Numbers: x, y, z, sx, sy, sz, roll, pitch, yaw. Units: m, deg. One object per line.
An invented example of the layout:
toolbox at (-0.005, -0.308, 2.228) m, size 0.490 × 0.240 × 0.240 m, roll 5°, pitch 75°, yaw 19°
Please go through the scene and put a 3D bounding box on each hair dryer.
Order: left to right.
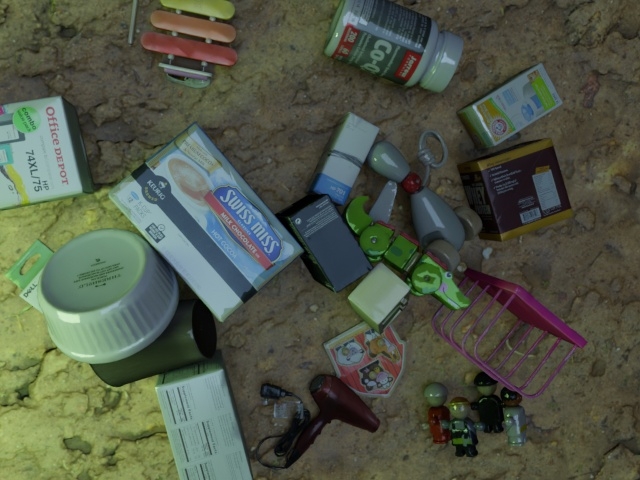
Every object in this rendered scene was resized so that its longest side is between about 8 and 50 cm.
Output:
hair dryer at (-0.004, 0.419, 1.633) m, size 0.294 × 0.080 × 0.223 m, roll -1°, pitch 109°, yaw -5°

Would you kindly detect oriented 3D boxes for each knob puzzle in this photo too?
knob puzzle at (0.123, 0.291, 1.658) m, size 0.213 × 0.030 × 0.213 m, roll -1°, pitch 93°, yaw -11°

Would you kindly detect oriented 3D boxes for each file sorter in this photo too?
file sorter at (0.406, 0.209, 1.576) m, size 0.202 × 0.291 × 0.182 m, roll 39°, pitch 88°, yaw -10°

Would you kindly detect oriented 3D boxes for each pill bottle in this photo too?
pill bottle at (0.164, -0.444, 1.562) m, size 0.283 × 0.161 × 0.161 m, roll 19°, pitch 89°, yaw -10°

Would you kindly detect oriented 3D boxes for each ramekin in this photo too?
ramekin at (-0.425, 0.094, 1.370) m, size 0.273 × 0.272 × 0.127 m, roll -21°, pitch 139°, yaw -9°

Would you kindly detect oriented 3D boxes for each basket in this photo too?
basket at (-0.346, 0.206, 1.456) m, size 0.227 × 0.154 × 0.204 m, roll -12°, pitch 138°, yaw 12°

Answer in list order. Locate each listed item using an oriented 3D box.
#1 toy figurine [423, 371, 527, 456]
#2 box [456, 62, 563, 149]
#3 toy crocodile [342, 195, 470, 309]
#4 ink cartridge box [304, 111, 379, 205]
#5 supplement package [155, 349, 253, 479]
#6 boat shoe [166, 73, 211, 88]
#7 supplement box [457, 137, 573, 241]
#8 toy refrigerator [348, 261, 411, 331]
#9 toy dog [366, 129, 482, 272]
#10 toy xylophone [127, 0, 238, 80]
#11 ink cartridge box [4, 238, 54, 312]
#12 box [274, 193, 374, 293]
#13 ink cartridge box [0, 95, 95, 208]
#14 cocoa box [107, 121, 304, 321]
toy figurine at (0.361, 0.398, 1.617) m, size 0.213 × 0.209 × 0.148 m, roll -7°, pitch 88°, yaw -11°
box at (0.446, -0.315, 1.649) m, size 0.203 × 0.103 × 0.114 m, roll -31°, pitch 97°, yaw -7°
toy crocodile at (0.183, 0.035, 1.506) m, size 0.341 × 0.115 × 0.105 m, roll 37°, pitch 84°, yaw 9°
ink cartridge box at (0.045, -0.178, 1.563) m, size 0.082 × 0.139 × 0.190 m, roll 27°, pitch 88°, yaw -9°
supplement package at (-0.249, 0.396, 1.505) m, size 0.145 × 0.204 × 0.261 m, roll -14°, pitch 95°, yaw -9°
boat shoe at (-0.294, -0.362, 1.545) m, size 0.100 × 0.035 × 0.035 m, roll 11°, pitch 91°, yaw -10°
supplement box at (0.459, -0.120, 1.648) m, size 0.191 × 0.129 × 0.194 m, roll -19°, pitch 96°, yaw -9°
toy refrigerator at (0.134, 0.136, 1.523) m, size 0.094 × 0.269 × 0.102 m, roll 42°, pitch 84°, yaw 13°
toy dog at (0.219, -0.072, 1.603) m, size 0.220 × 0.161 × 0.333 m, roll -21°, pitch 85°, yaw -32°
toy xylophone at (-0.297, -0.503, 1.507) m, size 0.236 × 0.081 × 0.322 m, roll 2°, pitch 88°, yaw -11°
ink cartridge box at (-0.571, 0.104, 1.503) m, size 0.209 × 0.062 × 0.109 m, roll 41°, pitch 85°, yaw -10°
box at (0.000, 0.000, 1.502) m, size 0.103 × 0.261 × 0.184 m, roll -31°, pitch 98°, yaw -7°
ink cartridge box at (-0.624, -0.166, 1.411) m, size 0.270 × 0.197 × 0.198 m, roll -12°, pitch 95°, yaw -10°
cocoa box at (-0.238, -0.040, 1.471) m, size 0.228 × 0.231 × 0.347 m, roll -41°, pitch 99°, yaw -6°
